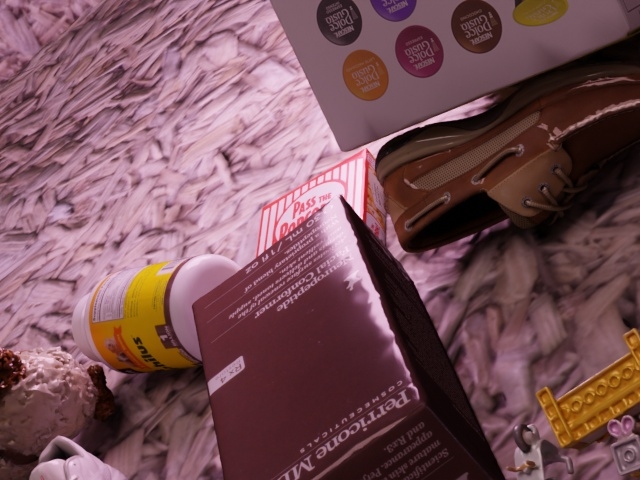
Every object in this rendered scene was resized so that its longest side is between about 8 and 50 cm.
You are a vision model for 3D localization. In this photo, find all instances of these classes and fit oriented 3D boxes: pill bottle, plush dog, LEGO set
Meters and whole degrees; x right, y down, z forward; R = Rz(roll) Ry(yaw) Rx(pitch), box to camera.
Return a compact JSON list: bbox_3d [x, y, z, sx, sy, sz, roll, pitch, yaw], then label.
[{"bbox_3d":[-0.176,0.084,1.744,0.215,0.117,0.117,-11,39,46],"label":"pill bottle"},{"bbox_3d":[-0.346,0.197,1.730,0.225,0.262,0.210,-40,58,25],"label":"plush dog"},{"bbox_3d":[0.275,0.130,1.143,0.287,0.107,0.132,-14,72,35],"label":"LEGO set"}]

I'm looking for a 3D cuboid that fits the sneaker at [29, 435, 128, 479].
[{"bbox_3d":[-0.239,0.270,1.547,0.090,0.115,0.232,-40,27,2],"label":"sneaker"}]

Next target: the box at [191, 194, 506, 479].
[{"bbox_3d":[0.012,0.135,1.400,0.191,0.143,0.381,-37,29,8],"label":"box"}]

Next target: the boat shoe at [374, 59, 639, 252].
[{"bbox_3d":[0.199,-0.068,1.507,0.324,0.122,0.120,-21,64,36],"label":"boat shoe"}]

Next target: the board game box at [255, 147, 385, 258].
[{"bbox_3d":[0.000,0.000,1.719,0.147,0.045,0.193,-30,29,21],"label":"board game box"}]

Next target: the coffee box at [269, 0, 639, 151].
[{"bbox_3d":[0.161,-0.328,1.574,0.338,0.334,0.338,-20,8,37],"label":"coffee box"}]
